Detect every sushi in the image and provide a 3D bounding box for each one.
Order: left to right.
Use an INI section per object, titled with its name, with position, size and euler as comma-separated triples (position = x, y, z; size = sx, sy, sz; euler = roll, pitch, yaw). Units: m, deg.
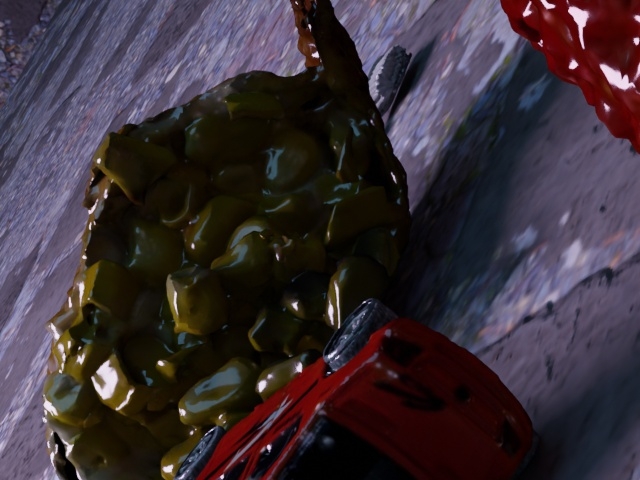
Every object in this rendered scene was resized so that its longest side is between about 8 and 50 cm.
[sushi]
position = -0.042, 0.019, 0.944
size = 0.296, 0.167, 0.179
euler = -53, -13, -4

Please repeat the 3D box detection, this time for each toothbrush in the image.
[toothbrush]
position = 0.000, 0.000, 1.088
size = 0.024, 0.021, 0.288
euler = -53, 13, 56

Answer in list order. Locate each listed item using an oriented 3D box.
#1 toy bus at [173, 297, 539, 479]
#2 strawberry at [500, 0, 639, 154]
[toy bus]
position = -0.004, 0.104, 0.749
size = 0.195, 0.081, 0.089
euler = -41, 12, 47
[strawberry]
position = 0.139, -0.115, 0.647
size = 0.205, 0.205, 0.244
euler = -47, 40, 34
